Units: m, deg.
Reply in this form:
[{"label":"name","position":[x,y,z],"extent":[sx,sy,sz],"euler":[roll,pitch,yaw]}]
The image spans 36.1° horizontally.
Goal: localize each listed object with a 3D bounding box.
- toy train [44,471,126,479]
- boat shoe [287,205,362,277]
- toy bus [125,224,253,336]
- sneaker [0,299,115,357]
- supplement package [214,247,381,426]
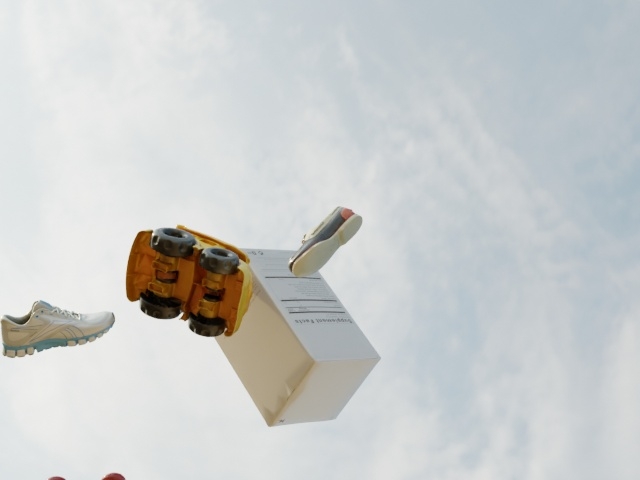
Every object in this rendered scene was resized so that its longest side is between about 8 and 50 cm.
[{"label":"toy train","position":[-0.407,0.443,1.494],"extent":[0.248,0.105,0.143],"euler":[0,-57,-15]},{"label":"boat shoe","position":[0.000,0.000,1.363],"extent":[0.043,0.137,0.049],"euler":[32,-32,29]},{"label":"toy bus","position":[-0.197,0.059,1.727],"extent":[0.220,0.211,0.149],"euler":[20,-73,19]},{"label":"sneaker","position":[-0.438,0.135,1.630],"extent":[0.191,0.071,0.082],"euler":[-12,-73,-15]},{"label":"supplement package","position":[-0.061,0.176,1.833],"extent":[0.177,0.175,0.293],"euler":[-56,-129,27]}]
